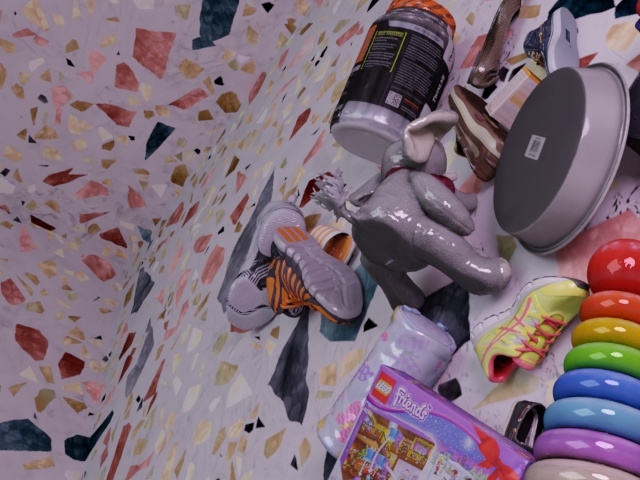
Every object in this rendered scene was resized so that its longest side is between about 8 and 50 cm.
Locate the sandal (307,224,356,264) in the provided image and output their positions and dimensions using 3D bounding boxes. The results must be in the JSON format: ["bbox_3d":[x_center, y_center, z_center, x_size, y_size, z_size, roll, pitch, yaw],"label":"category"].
[{"bbox_3d":[-0.005,0.010,1.578,0.102,0.076,0.265,-63,25,-4],"label":"sandal"}]

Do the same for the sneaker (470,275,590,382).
[{"bbox_3d":[0.291,0.128,0.902,0.208,0.081,0.094,-53,24,43],"label":"sneaker"}]

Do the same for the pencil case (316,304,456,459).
[{"bbox_3d":[0.103,0.240,1.084,0.124,0.113,0.273,38,102,35],"label":"pencil case"}]

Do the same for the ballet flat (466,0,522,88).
[{"bbox_3d":[0.366,-0.411,1.341,0.084,0.058,0.250,83,-148,-70],"label":"ballet flat"}]

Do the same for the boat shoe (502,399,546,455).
[{"bbox_3d":[0.256,0.269,0.848,0.042,0.048,0.133,-27,37,63],"label":"boat shoe"}]

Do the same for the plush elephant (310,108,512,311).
[{"bbox_3d":[0.166,-0.066,1.140,0.255,0.330,0.272,-53,7,-32],"label":"plush elephant"}]

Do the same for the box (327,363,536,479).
[{"bbox_3d":[0.141,0.315,0.879,0.293,0.057,0.201,25,90,57],"label":"box"}]

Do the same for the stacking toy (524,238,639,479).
[{"bbox_3d":[0.329,0.143,0.757,0.141,0.141,0.331,-24,40,53],"label":"stacking toy"}]

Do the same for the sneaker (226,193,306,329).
[{"bbox_3d":[-0.133,0.050,1.727,0.210,0.137,0.366,-85,19,-65],"label":"sneaker"}]

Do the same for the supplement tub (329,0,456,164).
[{"bbox_3d":[0.170,-0.353,1.465,0.207,0.207,0.338,-2,63,62],"label":"supplement tub"}]

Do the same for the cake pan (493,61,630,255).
[{"bbox_3d":[0.339,-0.125,0.977,0.293,0.054,0.293,-164,90,-81],"label":"cake pan"}]

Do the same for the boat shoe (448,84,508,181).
[{"bbox_3d":[0.280,-0.202,1.239,0.095,0.095,0.258,-55,25,28],"label":"boat shoe"}]

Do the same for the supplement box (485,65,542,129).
[{"bbox_3d":[0.353,-0.252,1.183,0.098,0.062,0.036,-47,29,27],"label":"supplement box"}]

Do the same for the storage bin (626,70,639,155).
[{"bbox_3d":[0.474,-0.158,0.833,0.122,0.084,0.180,-59,26,6],"label":"storage bin"}]

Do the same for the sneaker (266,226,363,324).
[{"bbox_3d":[-0.019,0.119,1.469,0.321,0.124,0.180,50,136,46],"label":"sneaker"}]

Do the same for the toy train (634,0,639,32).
[{"bbox_3d":[0.554,-0.341,0.860,0.248,0.105,0.143,-49,38,25],"label":"toy train"}]

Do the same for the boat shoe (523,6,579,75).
[{"bbox_3d":[0.405,-0.327,1.170,0.083,0.065,0.183,-33,30,48],"label":"boat shoe"}]
